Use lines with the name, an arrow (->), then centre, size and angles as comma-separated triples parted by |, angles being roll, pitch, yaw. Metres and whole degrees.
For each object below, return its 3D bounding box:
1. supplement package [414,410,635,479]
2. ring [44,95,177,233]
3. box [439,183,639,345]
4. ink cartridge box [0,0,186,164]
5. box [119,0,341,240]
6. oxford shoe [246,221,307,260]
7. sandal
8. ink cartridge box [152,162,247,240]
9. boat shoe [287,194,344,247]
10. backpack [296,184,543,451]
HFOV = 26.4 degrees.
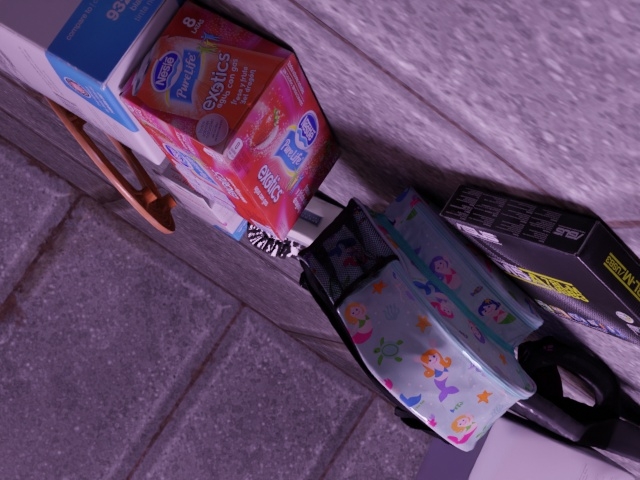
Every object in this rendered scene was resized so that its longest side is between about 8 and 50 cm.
supplement package -> 0.236, 0.320, 1.682 | 0.203, 0.194, 0.149 | 25, 180, -15
ring -> -0.297, -0.150, 1.863 | 0.336, 0.032, 0.336 | 53, -178, -3
box -> 0.231, 0.027, 1.276 | 0.184, 0.045, 0.191 | 38, 170, -36
ink cartridge box -> -0.277, -0.233, 1.391 | 0.307, 0.129, 0.223 | 31, 171, 15
box -> -0.082, -0.114, 1.365 | 0.128, 0.122, 0.257 | 30, 170, 19
oxford shoe -> 0.000, 0.000, 1.886 | 0.227, 0.083, 0.096 | 31, -160, -21
sandal -> 0.314, 0.189, 1.726 | 0.167, 0.107, 0.446 | 24, 180, 39
ink cartridge box -> -0.173, -0.076, 2.063 | 0.104, 0.061, 0.181 | 31, 171, 21
boat shoe -> -0.041, -0.036, 1.768 | 0.227, 0.079, 0.081 | 29, 166, 4
backpack -> 0.114, 0.085, 1.414 | 0.225, 0.191, 0.253 | 41, -164, -39
